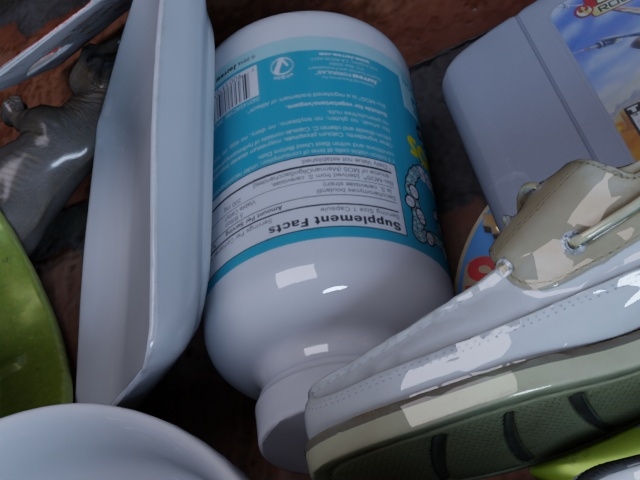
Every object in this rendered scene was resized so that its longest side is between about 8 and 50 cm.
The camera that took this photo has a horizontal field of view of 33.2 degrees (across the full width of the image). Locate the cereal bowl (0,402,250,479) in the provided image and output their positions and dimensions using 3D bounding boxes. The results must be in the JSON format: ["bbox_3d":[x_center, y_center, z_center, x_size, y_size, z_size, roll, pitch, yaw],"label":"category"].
[{"bbox_3d":[-0.127,0.265,0.552,0.339,0.141,0.339,-13,57,21],"label":"cereal bowl"}]

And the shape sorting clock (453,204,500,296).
[{"bbox_3d":[0.171,0.021,0.594,0.206,0.040,0.206,-16,54,24],"label":"shape sorting clock"}]

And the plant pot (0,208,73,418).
[{"bbox_3d":[-0.345,0.068,0.696,0.254,0.276,0.276,-29,50,3],"label":"plant pot"}]

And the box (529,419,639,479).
[{"bbox_3d":[0.201,0.092,0.503,0.178,0.042,0.109,16,80,28],"label":"box"}]

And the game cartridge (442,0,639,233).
[{"bbox_3d":[0.222,-0.101,0.604,0.297,0.062,0.198,-24,48,10],"label":"game cartridge"}]

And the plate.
[{"bbox_3d":[-0.113,-0.016,0.686,0.277,0.045,0.278,132,141,-60],"label":"plate"}]

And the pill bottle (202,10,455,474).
[{"bbox_3d":[0.000,0.000,0.645,0.146,0.146,0.264,-21,53,20],"label":"pill bottle"}]

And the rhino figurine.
[{"bbox_3d":[-0.223,-0.077,0.884,0.106,0.073,0.243,26,76,44],"label":"rhino figurine"}]

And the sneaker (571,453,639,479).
[{"bbox_3d":[0.220,0.129,0.418,0.228,0.086,0.132,-23,70,27],"label":"sneaker"}]

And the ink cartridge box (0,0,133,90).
[{"bbox_3d":[-0.154,-0.215,0.823,0.261,0.066,0.296,-32,13,8],"label":"ink cartridge box"}]

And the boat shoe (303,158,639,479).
[{"bbox_3d":[0.127,0.022,0.479,0.302,0.113,0.103,-22,62,5],"label":"boat shoe"}]
